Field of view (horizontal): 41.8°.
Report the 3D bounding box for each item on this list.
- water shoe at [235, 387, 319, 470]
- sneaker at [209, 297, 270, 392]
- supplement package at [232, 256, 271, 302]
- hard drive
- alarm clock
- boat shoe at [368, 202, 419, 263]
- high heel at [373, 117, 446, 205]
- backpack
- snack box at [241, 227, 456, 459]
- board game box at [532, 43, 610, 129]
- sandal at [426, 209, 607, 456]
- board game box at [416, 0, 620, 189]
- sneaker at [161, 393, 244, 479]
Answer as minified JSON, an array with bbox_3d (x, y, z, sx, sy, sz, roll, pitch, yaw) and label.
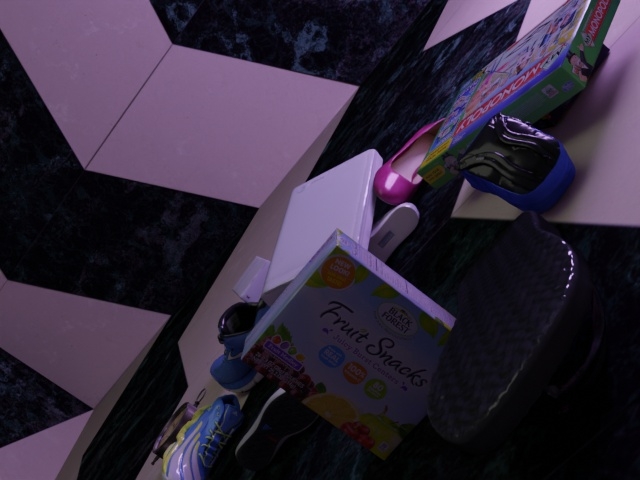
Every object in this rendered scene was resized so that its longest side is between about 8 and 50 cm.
[{"bbox_3d":[-0.062,0.265,1.280,0.203,0.073,0.080,-48,10,23],"label":"water shoe"},{"bbox_3d":[-0.140,0.187,1.643,0.330,0.147,0.130,-43,15,45],"label":"sneaker"},{"bbox_3d":[-0.125,0.110,1.926,0.105,0.105,0.179,-53,11,-5],"label":"supplement package"},{"bbox_3d":[0.008,-0.028,1.505,0.203,0.040,0.307,-25,30,28],"label":"hard drive"},{"bbox_3d":[-0.296,0.405,1.828,0.129,0.064,0.192,-37,22,56],"label":"alarm clock"},{"bbox_3d":[0.099,0.001,1.462,0.184,0.066,0.063,-51,1,16],"label":"boat shoe"},{"bbox_3d":[0.175,-0.147,1.515,0.117,0.082,0.244,-55,-11,35],"label":"high heel"},{"bbox_3d":[0.250,-0.089,1.026,0.120,0.101,0.098,31,88,47],"label":"backpack"},{"bbox_3d":[0.045,0.118,0.941,0.174,0.207,0.070,-50,12,15],"label":"snack box"},{"bbox_3d":[0.332,-0.228,1.245,0.141,0.048,0.170,-52,11,-6],"label":"board game box"},{"bbox_3d":[0.201,0.073,0.774,0.167,0.107,0.446,-50,-1,21],"label":"sandal"},{"bbox_3d":[0.278,-0.219,1.195,0.317,0.046,0.213,-36,19,54],"label":"board game box"},{"bbox_3d":[-0.212,0.363,1.544,0.126,0.091,0.240,-47,12,25],"label":"sneaker"}]
